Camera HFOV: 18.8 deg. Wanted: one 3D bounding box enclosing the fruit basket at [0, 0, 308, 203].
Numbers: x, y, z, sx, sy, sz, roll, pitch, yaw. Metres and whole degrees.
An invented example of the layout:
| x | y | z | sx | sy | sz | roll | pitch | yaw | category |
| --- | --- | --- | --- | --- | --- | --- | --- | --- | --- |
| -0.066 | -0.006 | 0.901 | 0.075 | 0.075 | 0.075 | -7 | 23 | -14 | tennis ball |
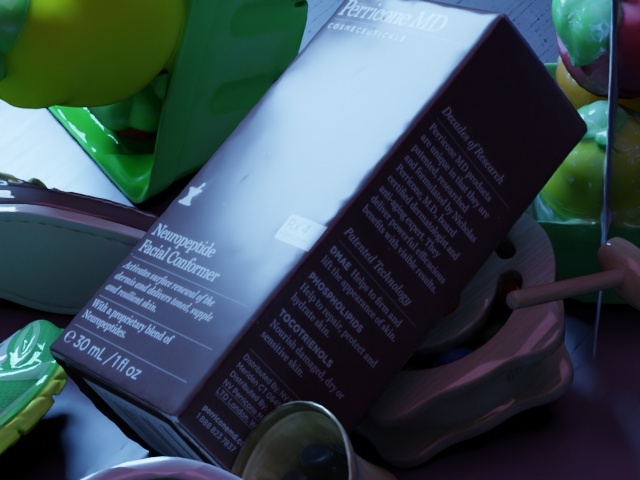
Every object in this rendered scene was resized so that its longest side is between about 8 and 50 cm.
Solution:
| x | y | z | sx | sy | sz | roll | pitch | yaw | category |
| --- | --- | --- | --- | --- | --- | --- | --- | --- | --- |
| -0.184 | -0.225 | 1.671 | 0.392 | 0.392 | 0.283 | -21 | 45 | -26 | fruit basket |

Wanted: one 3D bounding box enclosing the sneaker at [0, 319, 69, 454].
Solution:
| x | y | z | sx | sy | sz | roll | pitch | yaw | category |
| --- | --- | --- | --- | --- | --- | --- | --- | --- | --- |
| -0.299 | 0.128 | 1.412 | 0.295 | 0.109 | 0.123 | -34 | 93 | -36 | sneaker |

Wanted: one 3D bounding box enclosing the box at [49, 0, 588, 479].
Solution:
| x | y | z | sx | sy | sz | roll | pitch | yaw | category |
| --- | --- | --- | --- | --- | --- | --- | --- | --- | --- |
| 0.000 | 0.000 | 1.429 | 0.381 | 0.143 | 0.191 | -50 | 35 | -15 | box |

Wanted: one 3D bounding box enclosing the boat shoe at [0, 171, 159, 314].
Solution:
| x | y | z | sx | sy | sz | roll | pitch | yaw | category |
| --- | --- | --- | --- | --- | --- | --- | --- | --- | --- |
| -0.269 | -0.010 | 1.607 | 0.324 | 0.117 | 0.097 | 2 | 42 | 9 | boat shoe |

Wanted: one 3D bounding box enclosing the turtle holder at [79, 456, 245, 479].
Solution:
| x | y | z | sx | sy | sz | roll | pitch | yaw | category |
| --- | --- | --- | --- | --- | --- | --- | --- | --- | --- |
| -0.097 | 0.219 | 0.733 | 0.320 | 0.227 | 0.243 | -15 | 43 | -22 | turtle holder |

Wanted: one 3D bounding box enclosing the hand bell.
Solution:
| x | y | z | sx | sy | sz | roll | pitch | yaw | category |
| --- | --- | --- | --- | --- | --- | --- | --- | --- | --- |
| 0.066 | 0.197 | 1.333 | 0.242 | 0.126 | 0.126 | 19 | 26 | -38 | hand bell |

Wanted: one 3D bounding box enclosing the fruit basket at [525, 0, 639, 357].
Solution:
| x | y | z | sx | sy | sz | roll | pitch | yaw | category |
| --- | --- | --- | --- | --- | --- | --- | --- | --- | --- |
| 0.231 | -0.136 | 1.598 | 0.165 | 0.353 | 0.327 | -1 | 39 | 13 | fruit basket |

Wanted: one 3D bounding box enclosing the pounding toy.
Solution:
| x | y | z | sx | sy | sz | roll | pitch | yaw | category |
| --- | --- | --- | --- | --- | --- | --- | --- | --- | --- |
| 0.112 | 0.040 | 1.476 | 0.269 | 0.155 | 0.154 | -25 | 53 | -4 | pounding toy |
